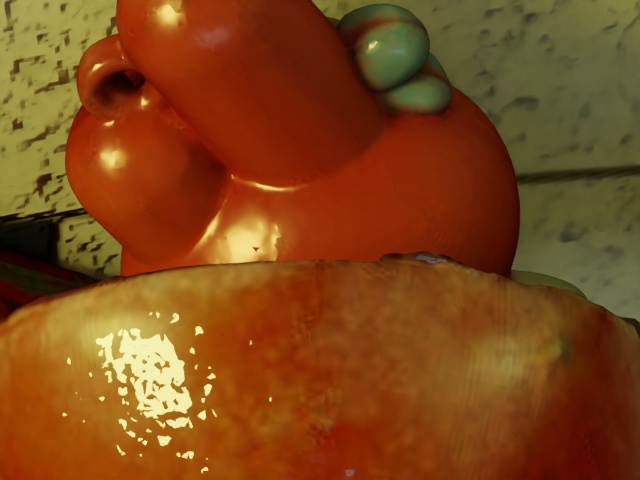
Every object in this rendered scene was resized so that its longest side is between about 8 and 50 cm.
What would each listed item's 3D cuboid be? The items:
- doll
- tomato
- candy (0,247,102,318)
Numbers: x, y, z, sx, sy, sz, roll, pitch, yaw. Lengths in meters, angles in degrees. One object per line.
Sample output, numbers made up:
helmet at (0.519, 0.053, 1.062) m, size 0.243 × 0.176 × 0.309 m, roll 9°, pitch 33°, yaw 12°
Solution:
doll at (0.000, 0.000, 0.745) m, size 0.161 × 0.130 × 0.290 m, roll -27°, pitch 132°, yaw 17°
tomato at (-0.003, 0.136, 0.674) m, size 0.309 × 0.170 × 0.309 m, roll -1°, pitch 156°, yaw 0°
candy at (-0.130, 0.041, 0.767) m, size 0.292 × 0.086 × 0.059 m, roll 19°, pitch 116°, yaw -36°
